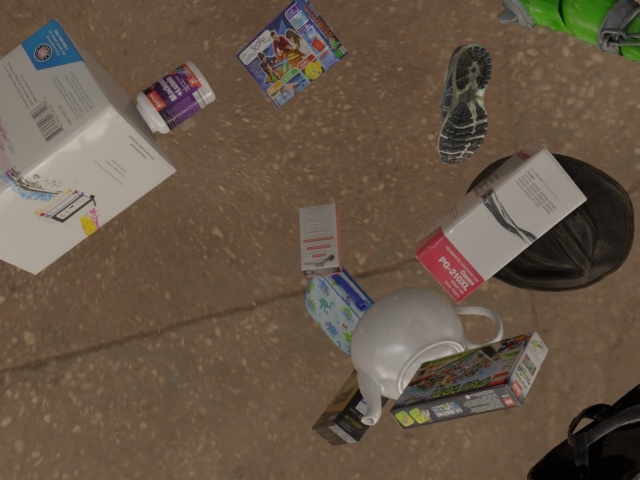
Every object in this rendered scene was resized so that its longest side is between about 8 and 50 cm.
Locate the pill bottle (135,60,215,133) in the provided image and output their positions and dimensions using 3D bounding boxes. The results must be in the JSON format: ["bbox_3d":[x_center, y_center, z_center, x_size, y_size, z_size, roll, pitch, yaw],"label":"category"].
[{"bbox_3d":[-0.344,-0.310,1.663,0.193,0.108,0.108,-37,108,-7],"label":"pill bottle"}]

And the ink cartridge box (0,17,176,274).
[{"bbox_3d":[-0.339,-0.107,0.906,0.233,0.168,0.171,-37,64,0],"label":"ink cartridge box"}]

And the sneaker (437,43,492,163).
[{"bbox_3d":[0.334,-0.322,1.735,0.110,0.122,0.283,5,113,-10],"label":"sneaker"}]

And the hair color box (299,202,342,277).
[{"bbox_3d":[0.000,0.000,1.784,0.093,0.053,0.167,-7,65,10],"label":"hair color box"}]

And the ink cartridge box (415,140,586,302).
[{"bbox_3d":[0.265,-0.033,1.116,0.237,0.172,0.100,-41,93,13],"label":"ink cartridge box"}]

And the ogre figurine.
[{"bbox_3d":[0.182,-0.191,0.462,0.097,0.118,0.197,11,88,-62],"label":"ogre figurine"}]

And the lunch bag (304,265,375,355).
[{"bbox_3d":[0.060,0.178,1.920,0.090,0.219,0.176,-25,149,-33],"label":"lunch bag"}]

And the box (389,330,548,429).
[{"bbox_3d":[0.200,0.193,1.007,0.036,0.207,0.114,54,45,-9],"label":"box"}]

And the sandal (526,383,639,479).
[{"bbox_3d":[0.267,0.166,0.664,0.255,0.097,0.054,-23,96,-38],"label":"sandal"}]

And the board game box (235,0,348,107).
[{"bbox_3d":[-0.059,-0.354,1.397,0.136,0.201,0.035,51,48,-12],"label":"board game box"}]

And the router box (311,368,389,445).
[{"bbox_3d":[0.103,0.406,1.906,0.081,0.309,0.243,39,70,2],"label":"router box"}]

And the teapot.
[{"bbox_3d":[0.199,0.226,1.465,0.253,0.187,0.256,10,115,-36],"label":"teapot"}]

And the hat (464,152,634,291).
[{"bbox_3d":[0.419,0.000,1.359,0.332,0.134,0.331,5,121,8],"label":"hat"}]
